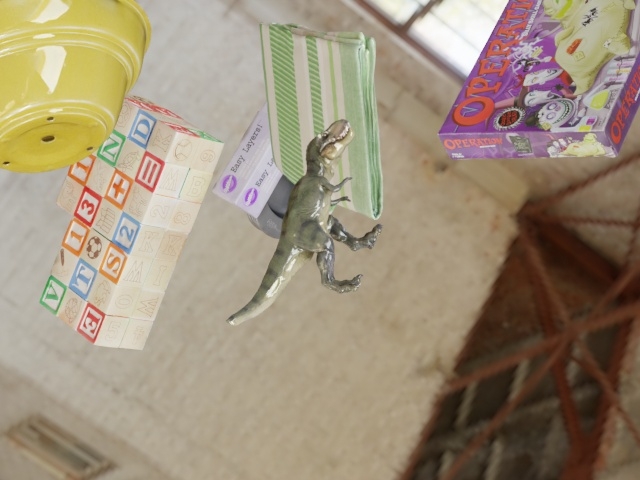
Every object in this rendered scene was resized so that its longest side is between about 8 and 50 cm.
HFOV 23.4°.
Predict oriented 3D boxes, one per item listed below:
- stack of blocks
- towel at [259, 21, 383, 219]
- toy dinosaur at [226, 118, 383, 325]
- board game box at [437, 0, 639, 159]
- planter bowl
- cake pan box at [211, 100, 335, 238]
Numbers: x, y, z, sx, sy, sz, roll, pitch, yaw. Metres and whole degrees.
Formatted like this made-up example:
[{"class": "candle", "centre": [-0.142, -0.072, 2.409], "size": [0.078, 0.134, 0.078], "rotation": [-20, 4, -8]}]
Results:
[{"class": "stack of blocks", "centre": [-0.259, -0.029, 2.007], "size": [0.171, 0.087, 0.297], "rotation": [31, -77, 40]}, {"class": "towel", "centre": [0.000, -0.180, 2.161], "size": [0.325, 0.038, 0.248], "rotation": [25, -58, 61]}, {"class": "toy dinosaur", "centre": [0.000, 0.000, 1.732], "size": [0.268, 0.118, 0.064], "rotation": [-66, -175, -18]}, {"class": "board game box", "centre": [0.289, -0.229, 1.742], "size": [0.208, 0.056, 0.347], "rotation": [-3, -133, 40]}, {"class": "planter bowl", "centre": [-0.236, -0.117, 1.290], "size": [0.217, 0.217, 0.090], "rotation": [-40, -120, 44]}, {"class": "cake pan box", "centre": [-0.041, -0.134, 2.640], "size": [0.070, 0.246, 0.267], "rotation": [29, -94, 39]}]
